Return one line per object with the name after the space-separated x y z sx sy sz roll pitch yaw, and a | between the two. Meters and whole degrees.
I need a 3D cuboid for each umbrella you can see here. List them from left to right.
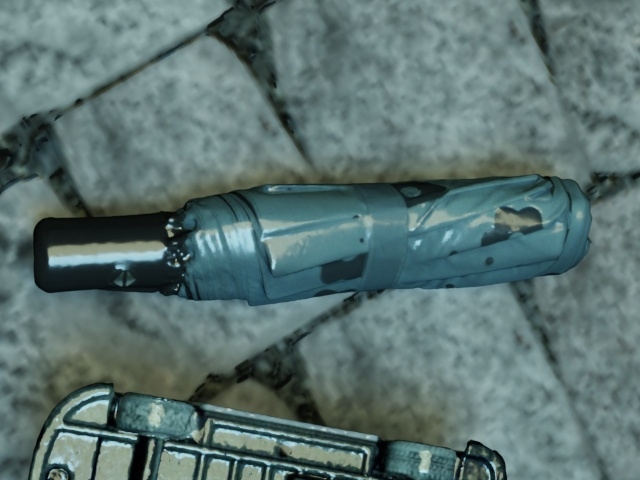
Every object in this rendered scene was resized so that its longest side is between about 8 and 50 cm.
0.001 0.001 0.658 0.250 0.053 0.052 -3 87 -14 | umbrella

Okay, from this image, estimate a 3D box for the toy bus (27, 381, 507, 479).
-0.026 0.113 0.624 0.194 0.089 0.087 11 81 -12 | toy bus
